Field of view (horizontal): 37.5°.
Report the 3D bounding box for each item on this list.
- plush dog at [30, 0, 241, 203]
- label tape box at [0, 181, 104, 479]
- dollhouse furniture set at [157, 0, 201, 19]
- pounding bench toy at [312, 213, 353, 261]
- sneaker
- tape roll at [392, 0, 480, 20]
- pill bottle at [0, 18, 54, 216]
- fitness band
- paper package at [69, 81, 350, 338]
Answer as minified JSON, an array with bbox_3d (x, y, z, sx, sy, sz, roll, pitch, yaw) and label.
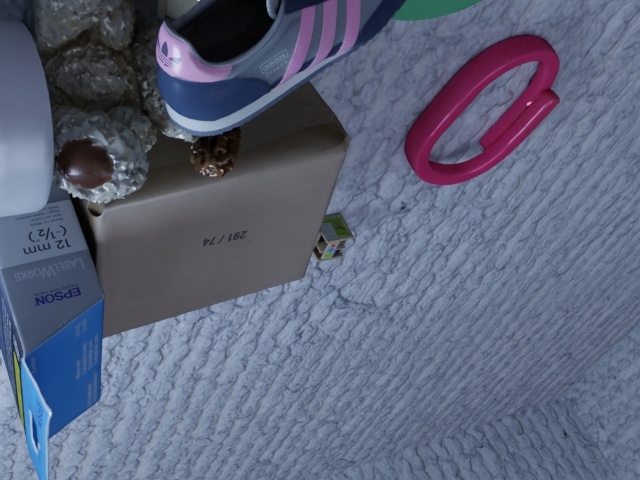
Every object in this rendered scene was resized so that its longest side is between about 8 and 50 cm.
[{"bbox_3d":[-0.187,-0.168,1.001,0.225,0.263,0.210,-5,178,-21],"label":"plush dog"},{"bbox_3d":[-0.327,0.098,1.133,0.115,0.348,0.249,-15,149,-24],"label":"label tape box"},{"bbox_3d":[-0.116,-0.329,0.902,0.161,0.101,0.182,113,3,-59],"label":"dollhouse furniture set"},{"bbox_3d":[0.000,0.000,1.576,0.083,0.052,0.065,-10,147,-30],"label":"pounding bench toy"},{"bbox_3d":[-0.020,-0.230,0.892,0.319,0.112,0.131,-43,161,-16],"label":"sneaker"},{"bbox_3d":[0.151,-0.391,1.045,0.321,0.077,0.321,-21,151,-12],"label":"tape roll"},{"bbox_3d":[-0.454,-0.096,0.827,0.392,0.224,0.224,-8,146,-30],"label":"pill bottle"},{"bbox_3d":[0.257,-0.200,1.486,0.209,0.054,0.291,5,136,-42],"label":"fitness band"},{"bbox_3d":[-0.162,-0.048,1.235,0.324,0.168,0.309,-16,149,-24],"label":"paper package"}]
